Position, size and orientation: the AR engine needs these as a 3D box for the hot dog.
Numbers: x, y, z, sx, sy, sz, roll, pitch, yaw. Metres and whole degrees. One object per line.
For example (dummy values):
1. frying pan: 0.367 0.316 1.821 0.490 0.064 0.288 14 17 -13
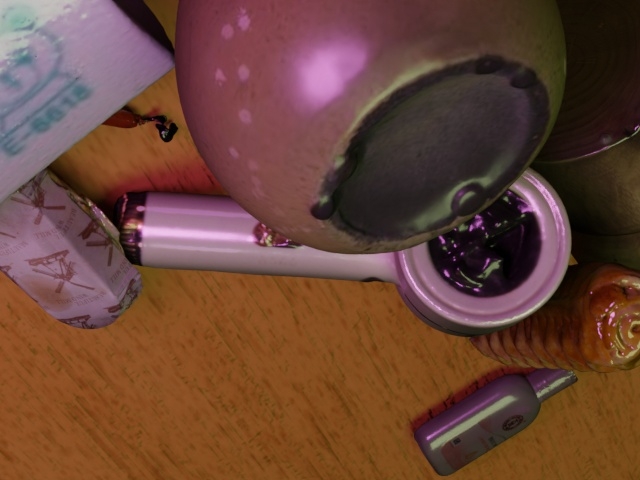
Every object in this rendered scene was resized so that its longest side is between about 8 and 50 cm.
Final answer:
1. hot dog: -0.202 0.000 1.461 0.099 0.053 0.192 -15 137 29

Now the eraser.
1. eraser: -0.261 -0.096 1.298 0.290 0.104 0.189 -38 128 7

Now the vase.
1. vase: 0.025 -0.138 1.294 0.241 0.302 0.329 -41 145 12

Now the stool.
1. stool: 0.244 -0.077 1.587 0.179 0.179 0.264 -37 141 7

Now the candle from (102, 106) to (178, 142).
1. candle: -0.170 -0.094 1.424 0.167 0.021 0.026 9 127 -39

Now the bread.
1. bread: 0.200 0.065 1.641 0.084 0.077 0.367 -50 -175 -8

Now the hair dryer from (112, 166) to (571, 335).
1. hair dryer: 0.000 0.000 1.500 0.362 0.128 0.203 4 176 1

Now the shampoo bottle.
1. shampoo bottle: 0.172 0.166 1.912 0.165 0.040 0.080 -31 140 2
